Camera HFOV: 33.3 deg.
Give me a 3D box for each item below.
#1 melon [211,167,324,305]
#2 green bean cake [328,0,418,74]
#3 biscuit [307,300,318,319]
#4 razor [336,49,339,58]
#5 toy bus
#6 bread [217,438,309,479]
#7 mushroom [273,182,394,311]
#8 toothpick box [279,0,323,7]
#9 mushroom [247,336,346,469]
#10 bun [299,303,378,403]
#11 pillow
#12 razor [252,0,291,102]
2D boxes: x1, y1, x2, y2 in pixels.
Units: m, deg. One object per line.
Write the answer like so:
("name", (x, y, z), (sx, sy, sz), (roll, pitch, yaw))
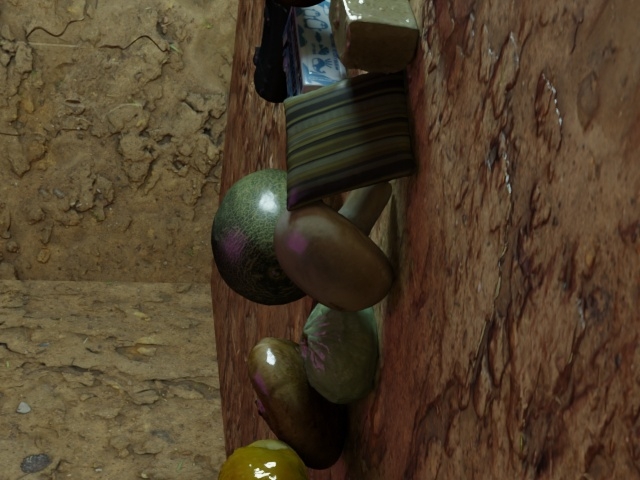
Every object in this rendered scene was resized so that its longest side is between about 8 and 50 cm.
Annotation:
("melon", (-0.095, -0.011, 2.112), (0.329, 0.249, 0.248), (-94, 11, -62))
("green bean cake", (0.077, -0.330, 1.617), (0.179, 0.109, 0.085), (-102, 18, -49))
("biscuit", (-0.013, 0.170, 2.236), (0.147, 0.018, 0.071), (106, 163, -49))
("razor", (0.061, -0.425, 1.894), (0.082, 0.042, 0.253), (37, 141, 24))
("toy bus", (-0.013, -0.342, 2.095), (0.131, 0.106, 0.297), (109, 161, -45))
("bread", (-0.087, 0.527, 1.736), (0.361, 0.250, 0.394), (46, 141, 35))
("mushroom", (0.039, -0.005, 1.662), (0.215, 0.207, 0.207), (-55, 5, -13))
("toothpick box", (-0.074, -0.560, 2.069), (0.294, 0.192, 0.192), (33, 123, 54))
("mushroom", (-0.041, 0.284, 1.933), (0.278, 0.146, 0.278), (59, -167, -22))
("bun", (0.025, 0.181, 1.798), (0.195, 0.118, 0.195), (179, 90, -81))
("pillow", (0.039, -0.160, 1.615), (0.052, 0.208, 0.212), (43, -143, -52))
("razor", (-0.085, -0.489, 2.458), (0.189, 0.107, 0.326), (-102, 19, -49))
